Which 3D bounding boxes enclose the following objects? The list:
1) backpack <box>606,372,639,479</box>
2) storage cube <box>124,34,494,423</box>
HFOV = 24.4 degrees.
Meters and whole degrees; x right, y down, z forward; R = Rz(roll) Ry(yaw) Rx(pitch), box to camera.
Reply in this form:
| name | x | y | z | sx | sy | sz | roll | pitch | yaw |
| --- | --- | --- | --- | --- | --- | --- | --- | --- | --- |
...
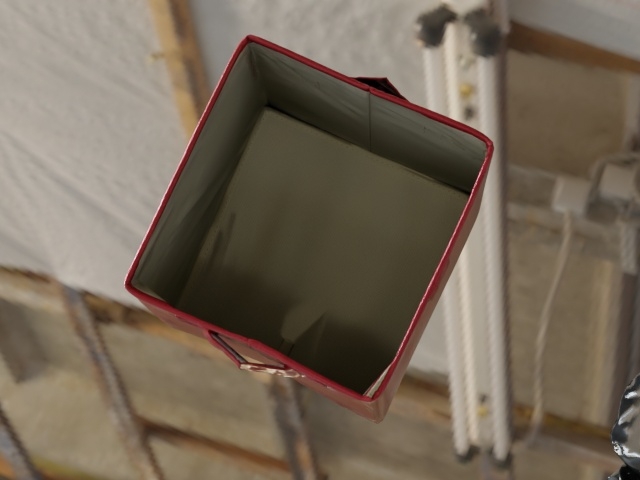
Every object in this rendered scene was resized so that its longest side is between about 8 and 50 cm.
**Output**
| name | x | y | z | sx | sy | sz | roll | pitch | yaw |
| --- | --- | --- | --- | --- | --- | --- | --- | --- | --- |
| backpack | 0.275 | 0.133 | 0.851 | 0.182 | 0.115 | 0.152 | 38 | -24 | -29 |
| storage cube | 0.000 | 0.000 | 1.027 | 0.183 | 0.215 | 0.193 | 24 | -9 | 8 |
